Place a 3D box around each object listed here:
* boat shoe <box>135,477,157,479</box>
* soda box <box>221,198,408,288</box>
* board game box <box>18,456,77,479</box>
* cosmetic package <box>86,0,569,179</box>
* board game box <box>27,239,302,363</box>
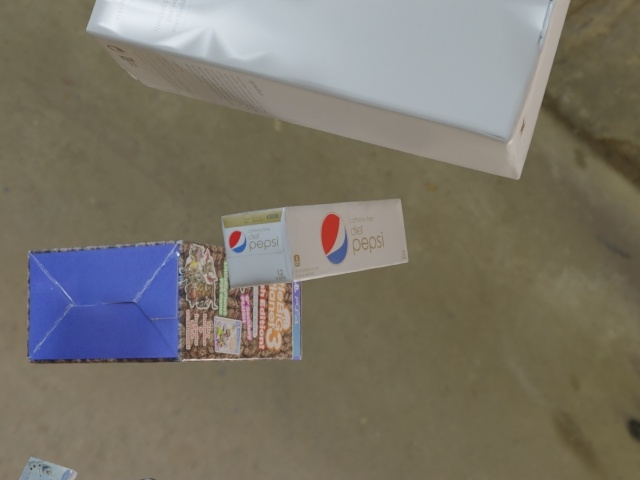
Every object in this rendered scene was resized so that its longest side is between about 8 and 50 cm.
[{"bbox_3d":[-0.382,0.441,1.836,0.301,0.108,0.102,-8,52,-31],"label":"boat shoe"},{"bbox_3d":[0.000,0.000,1.103,0.216,0.074,0.069,-8,91,-57],"label":"soda box"},{"bbox_3d":[-0.471,0.421,1.953,0.020,0.090,0.090,67,40,-55],"label":"board game box"},{"bbox_3d":[0.019,-0.211,1.016,0.385,0.156,0.217,18,84,12],"label":"cosmetic package"},{"bbox_3d":[-0.192,0.085,1.477,0.291,0.232,0.141,10,78,-62],"label":"board game box"}]
